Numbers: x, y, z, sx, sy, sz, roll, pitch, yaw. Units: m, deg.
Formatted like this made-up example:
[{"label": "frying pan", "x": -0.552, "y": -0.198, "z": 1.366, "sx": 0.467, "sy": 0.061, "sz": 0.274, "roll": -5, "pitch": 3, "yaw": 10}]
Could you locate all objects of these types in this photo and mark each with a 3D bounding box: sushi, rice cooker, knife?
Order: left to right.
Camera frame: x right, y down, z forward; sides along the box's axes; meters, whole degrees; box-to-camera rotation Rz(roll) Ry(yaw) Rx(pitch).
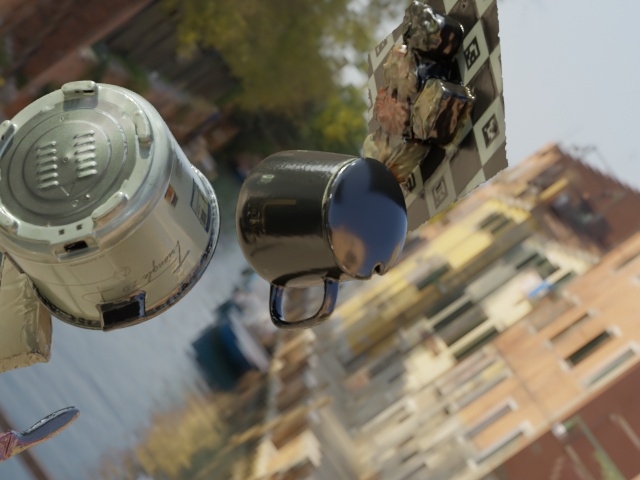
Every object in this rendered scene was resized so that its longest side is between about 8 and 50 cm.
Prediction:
[{"label": "knife", "x": -0.364, "y": 0.240, "z": 1.860, "sx": 0.247, "sy": 0.018, "sz": 0.035, "roll": -25, "pitch": 123, "yaw": -58}, {"label": "rice cooker", "x": -0.247, "y": -0.034, "z": 1.763, "sx": 0.227, "sy": 0.241, "sz": 0.280, "roll": 61, "pitch": 12, "yaw": -56}, {"label": "sushi", "x": 0.112, "y": -0.182, "z": 1.998, "sx": 0.339, "sy": 0.068, "sz": 0.320, "roll": -36, "pitch": -132, "yaw": 56}]

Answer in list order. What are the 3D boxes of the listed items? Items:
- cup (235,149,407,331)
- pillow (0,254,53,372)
[{"label": "cup", "x": 0.000, "y": 0.000, "z": 1.882, "sx": 0.176, "sy": 0.223, "sz": 0.169, "roll": -1, "pitch": -12, "yaw": 40}, {"label": "pillow", "x": -0.357, "y": 0.057, "z": 1.911, "sx": 0.053, "sy": 0.119, "sz": 0.208, "roll": 17, "pitch": 68, "yaw": -35}]
